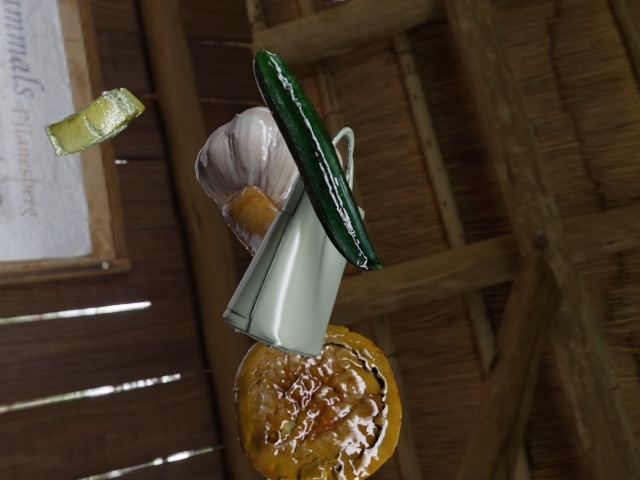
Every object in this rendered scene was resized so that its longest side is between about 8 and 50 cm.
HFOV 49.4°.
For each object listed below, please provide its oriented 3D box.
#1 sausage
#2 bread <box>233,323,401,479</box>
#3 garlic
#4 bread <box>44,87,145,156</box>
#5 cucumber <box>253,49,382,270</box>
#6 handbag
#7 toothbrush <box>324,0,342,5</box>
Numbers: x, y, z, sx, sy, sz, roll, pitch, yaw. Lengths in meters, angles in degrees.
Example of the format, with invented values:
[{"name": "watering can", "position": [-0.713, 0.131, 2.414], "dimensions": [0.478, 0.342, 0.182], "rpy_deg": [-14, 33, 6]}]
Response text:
[{"name": "sausage", "position": [-0.099, -0.017, 1.269], "dimensions": [0.270, 0.109, 0.108], "rpy_deg": [47, -49, 51]}, {"name": "bread", "position": [-0.004, 0.359, 1.468], "dimensions": [0.204, 0.337, 0.358], "rpy_deg": [81, -1, -54]}, {"name": "garlic", "position": [-0.102, -0.141, 1.473], "dimensions": [0.322, 0.322, 0.241], "rpy_deg": [-57, -138, 43]}, {"name": "bread", "position": [-0.350, -0.183, 1.086], "dimensions": [0.156, 0.117, 0.064], "rpy_deg": [-18, -72, 31]}, {"name": "cucumber", "position": [-0.004, -0.087, 0.789], "dimensions": [0.056, 0.056, 0.284], "rpy_deg": [-20, -82, 56]}, {"name": "handbag", "position": [0.000, 0.000, 0.941], "dimensions": [0.109, 0.241, 0.315], "rpy_deg": [25, -96, 19]}, {"name": "toothbrush", "position": [0.128, -0.453, 1.158], "dimensions": [0.364, 0.041, 0.040], "rpy_deg": [0, -86, 50]}]
